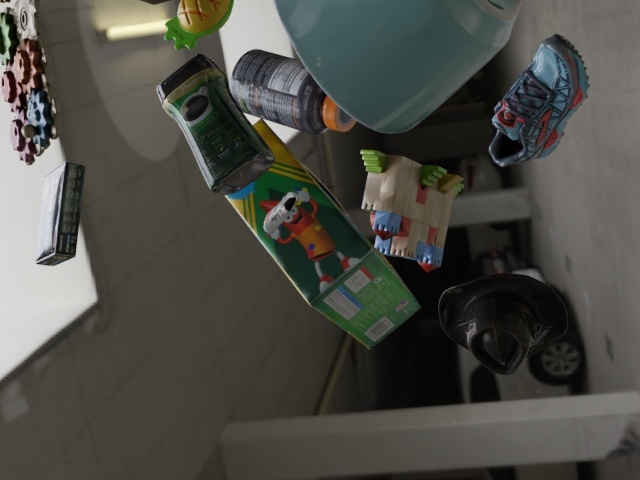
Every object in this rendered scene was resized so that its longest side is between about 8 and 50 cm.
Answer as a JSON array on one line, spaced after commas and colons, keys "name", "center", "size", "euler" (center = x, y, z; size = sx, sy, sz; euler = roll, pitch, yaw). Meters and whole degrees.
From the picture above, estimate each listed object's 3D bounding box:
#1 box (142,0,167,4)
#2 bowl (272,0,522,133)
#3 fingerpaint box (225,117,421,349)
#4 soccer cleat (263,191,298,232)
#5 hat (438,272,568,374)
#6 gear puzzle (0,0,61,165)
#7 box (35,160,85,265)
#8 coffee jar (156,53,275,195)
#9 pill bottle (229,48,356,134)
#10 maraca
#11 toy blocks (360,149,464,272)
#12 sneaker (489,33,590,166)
[{"name": "box", "center": [-0.209, -0.486, 1.376], "size": [0.191, 0.381, 0.143], "euler": [3, -95, -51]}, {"name": "bowl", "center": [0.098, -0.283, 0.921], "size": [0.311, 0.163, 0.311], "euler": [24, -122, -46]}, {"name": "fingerpaint box", "center": [0.000, 0.000, 1.827], "size": [0.371, 0.163, 0.445], "euler": [51, -178, 26]}, {"name": "soccer cleat", "center": [-0.067, -0.047, 1.497], "size": [0.029, 0.083, 0.035], "euler": [39, -179, -18]}, {"name": "hat", "center": [0.425, 0.225, 2.051], "size": [0.331, 0.331, 0.134], "euler": [71, -159, -46]}, {"name": "gear puzzle", "center": [-0.469, -0.295, 1.346], "size": [0.044, 0.175, 0.338], "euler": [-8, -99, -36]}, {"name": "box", "center": [-0.607, -0.058, 2.047], "size": [0.051, 0.175, 0.220], "euler": [10, -103, -31]}, {"name": "coffee jar", "center": [-0.146, -0.160, 1.204], "size": [0.184, 0.096, 0.079], "euler": [59, -165, 14]}, {"name": "pill bottle", "center": [-0.044, -0.278, 1.680], "size": [0.130, 0.246, 0.130], "euler": [-35, -44, -42]}, {"name": "maraca", "center": [-0.275, -0.510, 1.992], "size": [0.127, 0.185, 0.099], "euler": [45, 180, 28]}, {"name": "toy blocks", "center": [0.226, -0.064, 2.308], "size": [0.381, 0.191, 0.260], "euler": [16, -96, -53]}, {"name": "sneaker", "center": [0.345, -0.211, 1.427], "size": [0.104, 0.125, 0.262], "euler": [51, 154, 31]}]
